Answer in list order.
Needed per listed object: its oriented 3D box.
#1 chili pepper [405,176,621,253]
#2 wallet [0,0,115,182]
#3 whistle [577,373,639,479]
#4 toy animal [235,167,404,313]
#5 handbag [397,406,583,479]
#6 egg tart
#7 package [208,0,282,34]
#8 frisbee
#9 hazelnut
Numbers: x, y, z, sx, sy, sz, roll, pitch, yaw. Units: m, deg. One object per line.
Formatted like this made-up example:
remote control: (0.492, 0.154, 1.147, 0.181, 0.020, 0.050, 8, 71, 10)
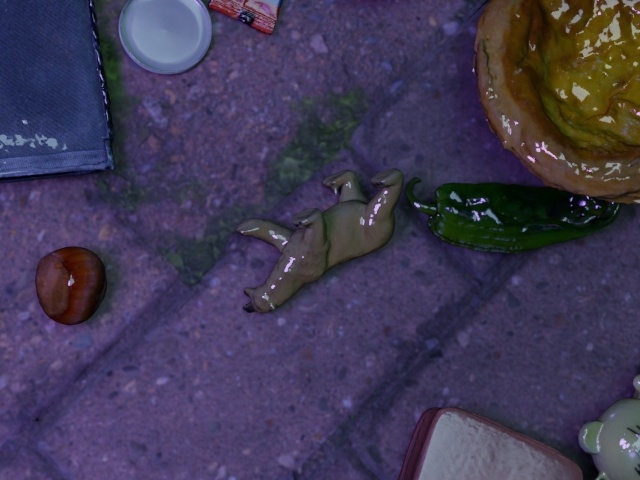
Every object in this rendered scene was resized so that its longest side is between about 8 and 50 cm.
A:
chili pepper: (0.229, -0.035, 1.711, 0.257, 0.074, 0.100, -1, 79, -16)
wallet: (-0.366, -0.228, 1.615, 0.237, 0.075, 0.342, -8, 81, -19)
whistle: (0.418, 0.198, 1.692, 0.288, 0.106, 0.131, -40, 97, -14)
toy animal: (0.000, 0.000, 1.654, 0.219, 0.103, 0.101, -28, 112, -18)
handbag: (0.189, 0.284, 1.651, 0.193, 0.072, 0.151, 24, 77, -9)
egg tart: (0.329, -0.175, 1.697, 0.341, 0.129, 0.341, 3, 62, -5)
package: (-0.059, -0.348, 1.720, 0.083, 0.022, 0.200, 23, 79, -7)
frisbee: (-0.180, -0.245, 1.684, 0.110, 0.014, 0.110, 2, 80, -11)
hazelnut: (-0.273, 0.048, 1.592, 0.086, 0.086, 0.086, 2, 81, -11)
